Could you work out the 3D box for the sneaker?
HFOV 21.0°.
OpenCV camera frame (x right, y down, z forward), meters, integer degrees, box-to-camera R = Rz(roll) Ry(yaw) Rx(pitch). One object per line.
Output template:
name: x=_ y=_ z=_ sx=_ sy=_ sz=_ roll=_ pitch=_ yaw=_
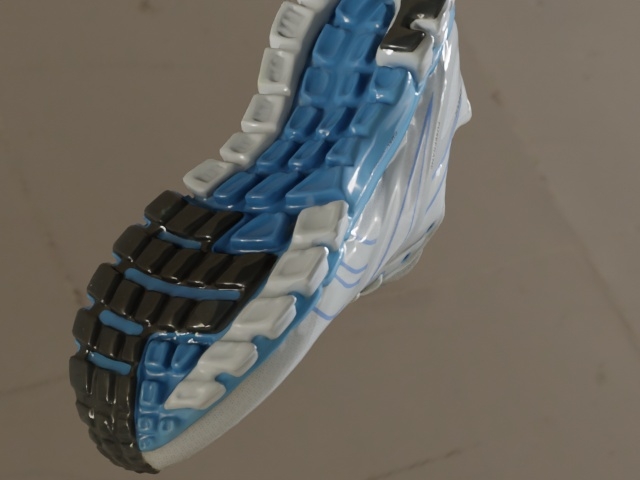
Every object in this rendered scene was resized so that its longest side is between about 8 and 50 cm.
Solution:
sneaker: x=0.000 y=0.000 z=0.520 sx=0.190 sy=0.071 sz=0.083 roll=-56 pitch=-40 yaw=-27
